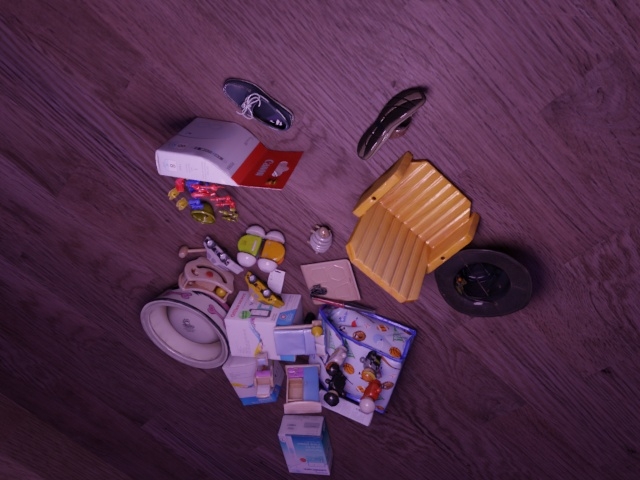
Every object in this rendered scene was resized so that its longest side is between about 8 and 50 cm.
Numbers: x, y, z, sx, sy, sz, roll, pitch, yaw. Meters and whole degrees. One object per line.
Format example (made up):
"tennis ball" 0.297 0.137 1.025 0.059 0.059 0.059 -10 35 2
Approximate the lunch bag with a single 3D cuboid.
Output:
"lunch bag" 0.139 0.459 1.900 0.386 0.239 0.327 23 124 16

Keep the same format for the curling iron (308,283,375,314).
"curling iron" 0.082 0.240 1.845 0.274 0.035 0.068 20 126 4

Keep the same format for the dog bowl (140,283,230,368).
"dog bowl" -0.539 0.352 1.994 0.408 0.150 0.407 12 130 15

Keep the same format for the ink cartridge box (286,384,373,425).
"ink cartridge box" 0.030 0.678 2.031 0.330 0.071 0.324 27 165 -5

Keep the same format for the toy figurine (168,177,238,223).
"toy figurine" -0.405 -0.213 1.676 0.192 0.217 0.362 -6 164 0

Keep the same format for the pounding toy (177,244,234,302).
"pounding toy" -0.458 0.126 1.869 0.270 0.154 0.155 33 122 -8

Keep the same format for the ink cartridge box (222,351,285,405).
"ink cartridge box" -0.291 0.578 2.093 0.168 0.171 0.232 -13 117 19

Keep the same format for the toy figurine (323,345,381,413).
"toy figurine" 0.116 0.503 1.708 0.213 0.148 0.209 9 118 17

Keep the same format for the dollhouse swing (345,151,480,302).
"dollhouse swing" 0.300 -0.033 1.520 0.347 0.305 0.315 40 121 -11

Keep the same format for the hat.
"hat" 0.576 0.122 1.652 0.332 0.134 0.331 19 133 21

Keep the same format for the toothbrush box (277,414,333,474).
"toothbrush box" -0.069 1.009 2.330 0.217 0.126 0.295 -2 121 14

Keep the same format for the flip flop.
"flip flop" 0.224 -0.352 1.472 0.080 0.112 0.277 22 124 -32

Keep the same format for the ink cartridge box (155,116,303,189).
"ink cartridge box" -0.270 -0.281 1.493 0.385 0.308 0.091 8 123 7

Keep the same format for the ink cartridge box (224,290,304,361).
"ink cartridge box" -0.220 0.345 1.922 0.270 0.198 0.197 2 121 10

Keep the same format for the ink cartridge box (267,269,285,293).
"ink cartridge box" -0.177 0.157 1.900 0.063 0.029 0.115 17 122 3

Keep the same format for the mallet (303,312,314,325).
"mallet" -0.054 0.392 1.993 0.039 0.062 0.189 11 122 7

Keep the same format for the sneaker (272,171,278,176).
"sneaker" -0.198 -0.243 1.648 0.052 0.058 0.135 -24 113 24

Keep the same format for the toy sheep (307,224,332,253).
"toy sheep" 0.000 0.000 1.737 0.091 0.091 0.132 18 136 2

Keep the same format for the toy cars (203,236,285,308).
"toy cars" -0.309 0.141 1.815 0.394 0.176 0.087 41 87 -8

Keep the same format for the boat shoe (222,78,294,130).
"boat shoe" -0.206 -0.432 1.524 0.255 0.079 0.095 34 122 -8

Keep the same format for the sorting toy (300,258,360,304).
"sorting toy" 0.041 0.161 1.854 0.208 0.038 0.192 -7 119 21

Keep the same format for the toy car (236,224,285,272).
"toy car" -0.223 0.041 1.790 0.182 0.159 0.136 15 159 3

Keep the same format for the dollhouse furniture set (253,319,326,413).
"dollhouse furniture set" -0.118 0.453 1.731 0.287 0.198 0.303 -2 121 -1
